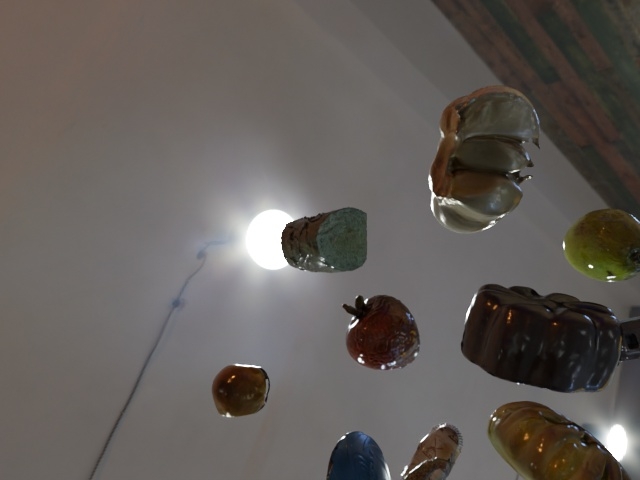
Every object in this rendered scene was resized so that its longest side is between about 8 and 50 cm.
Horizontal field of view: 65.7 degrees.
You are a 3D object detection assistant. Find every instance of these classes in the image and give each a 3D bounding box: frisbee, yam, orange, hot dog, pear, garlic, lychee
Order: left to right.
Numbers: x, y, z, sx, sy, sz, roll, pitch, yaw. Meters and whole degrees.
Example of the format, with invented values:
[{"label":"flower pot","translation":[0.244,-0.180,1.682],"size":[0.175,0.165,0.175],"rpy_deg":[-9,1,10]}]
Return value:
[{"label":"orange","translation":[-0.227,0.409,1.364],"size":[0.170,0.160,0.112],"rpy_deg":[-45,-21,-12]},{"label":"yam","translation":[-0.004,0.003,1.571],"size":[0.202,0.271,0.202],"rpy_deg":[-1,-91,-30]},{"label":"frisbee","translation":[0.104,0.583,1.183],"size":[0.242,0.045,0.242],"rpy_deg":[25,-125,-42]},{"label":"lychee","translation":[0.187,0.292,1.595],"size":[0.300,0.255,0.255],"rpy_deg":[33,-113,-2]},{"label":"hot dog","translation":[0.280,0.539,1.228],"size":[0.192,0.099,0.053],"rpy_deg":[-51,-25,-15]},{"label":"garlic","translation":[0.314,-0.150,0.970],"size":[0.203,0.184,0.280],"rpy_deg":[4,-79,-7]},{"label":"pear","translation":[0.823,0.013,1.424],"size":[0.213,0.269,0.212],"rpy_deg":[0,-76,1]}]

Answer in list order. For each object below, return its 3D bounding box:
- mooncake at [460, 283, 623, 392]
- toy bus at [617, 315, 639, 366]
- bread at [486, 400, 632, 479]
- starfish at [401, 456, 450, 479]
[{"label":"mooncake","translation":[0.451,0.190,1.029],"size":[0.306,0.306,0.154],"rpy_deg":[3,-79,-36]},{"label":"toy bus","translation":[0.755,0.227,1.164],"size":[0.136,0.330,0.108],"rpy_deg":[0,-109,-41]},{"label":"bread","translation":[0.317,0.291,0.627],"size":[0.105,0.213,0.213],"rpy_deg":[-44,-65,-1]},{"label":"starfish","translation":[0.223,0.667,1.126],"size":[0.303,0.113,0.311],"rpy_deg":[-10,-83,-16]}]
